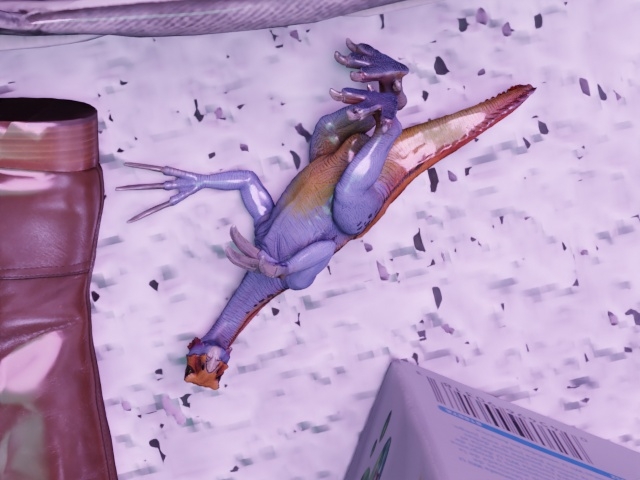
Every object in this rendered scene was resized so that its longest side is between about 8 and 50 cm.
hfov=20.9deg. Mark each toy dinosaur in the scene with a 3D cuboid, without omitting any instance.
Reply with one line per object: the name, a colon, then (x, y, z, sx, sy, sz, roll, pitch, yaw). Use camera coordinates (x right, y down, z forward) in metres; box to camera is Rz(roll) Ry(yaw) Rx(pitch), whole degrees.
toy dinosaur: (0.000, 0.000, 0.398, 0.090, 0.047, 0.082, 9, 121, -17)

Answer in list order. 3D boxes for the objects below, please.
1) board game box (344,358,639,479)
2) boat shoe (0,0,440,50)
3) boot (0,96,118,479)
board game box: (0.113, 0.142, 0.302, 0.224, 0.303, 0.097, 21, 100, -8)
boat shoe: (-0.074, -0.096, 0.326, 0.335, 0.119, 0.121, -6, 104, -3)
boot: (-0.099, 0.026, 0.400, 0.106, 0.037, 0.114, 1, 108, -2)
